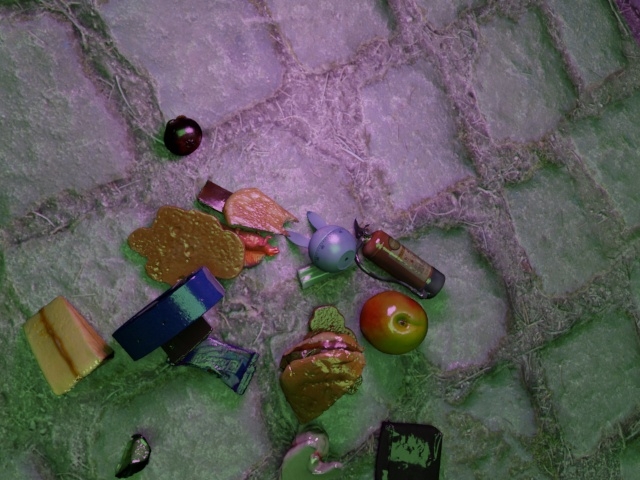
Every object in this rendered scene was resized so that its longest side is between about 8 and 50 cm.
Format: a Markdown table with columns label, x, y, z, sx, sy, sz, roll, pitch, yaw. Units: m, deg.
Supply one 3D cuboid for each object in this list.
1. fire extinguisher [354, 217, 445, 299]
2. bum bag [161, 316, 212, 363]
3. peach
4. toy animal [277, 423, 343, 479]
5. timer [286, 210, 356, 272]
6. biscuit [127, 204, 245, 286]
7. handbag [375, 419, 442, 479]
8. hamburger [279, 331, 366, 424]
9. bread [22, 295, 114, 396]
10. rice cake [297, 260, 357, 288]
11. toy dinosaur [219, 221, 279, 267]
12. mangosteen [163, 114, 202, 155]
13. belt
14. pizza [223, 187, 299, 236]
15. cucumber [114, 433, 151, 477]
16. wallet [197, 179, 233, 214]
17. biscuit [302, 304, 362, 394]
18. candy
| label | x | y | z | sx | sy | sz | roll | pitch | yaw |
| --- | --- | --- | --- | --- | --- | --- | --- | --- | --- |
| fire extinguisher | 0.253 | 0.074 | 1.688 | 0.376 | 0.200 | 0.113 | 36 | 115 | -6 |
| bum bag | -0.432 | 0.306 | 1.562 | 0.159 | 0.026 | 0.109 | -44 | 61 | -15 |
| peach | 0.246 | 0.275 | 1.644 | 0.231 | 0.231 | 0.230 | 1 | 85 | -12 |
| toy animal | -0.020 | 0.754 | 1.590 | 0.308 | 0.188 | 0.266 | 41 | 99 | -17 |
| timer | 0.014 | 0.017 | 1.642 | 0.176 | 0.255 | 0.175 | -9 | 107 | -29 |
| biscuit | -0.431 | 0.030 | 1.585 | 0.377 | 0.051 | 0.269 | 11 | 96 | -6 |
| handbag | 0.305 | 0.756 | 1.679 | 0.223 | 0.080 | 0.246 | 9 | 83 | -11 |
| hamburger | -0.031 | 0.423 | 1.563 | 0.209 | 0.162 | 0.330 | 38 | 109 | -6 |
| bread | -0.771 | 0.308 | 1.447 | 0.168 | 0.163 | 0.264 | -42 | 94 | -12 |
| rice cake | 0.023 | 0.092 | 1.701 | 0.222 | 0.042 | 0.080 | -24 | 91 | -12 |
| toy dinosaur | -0.280 | 0.015 | 1.644 | 0.286 | 0.070 | 0.138 | 17 | 103 | -8 |
| mangosteen | -0.458 | -0.349 | 1.607 | 0.140 | 0.140 | 0.139 | 1 | 85 | -12 |
| belt | -0.457 | 0.221 | 1.486 | 0.347 | 0.212 | 0.117 | -36 | 99 | 5 |
| pizza | -0.195 | -0.091 | 1.643 | 0.262 | 0.034 | 0.181 | 18 | 53 | -17 |
| cucumber | -0.556 | 0.654 | 1.478 | 0.086 | 0.193 | 0.115 | 23 | 51 | -11 |
| wallet | -0.320 | -0.129 | 1.646 | 0.176 | 0.026 | 0.095 | 27 | 57 | -10 |
| biscuit | 0.048 | 0.379 | 1.677 | 0.184 | 0.047 | 0.319 | -34 | 93 | -9 |
| candy | -0.343 | 0.383 | 1.583 | 0.276 | 0.070 | 0.145 | 25 | 73 | -4 |
